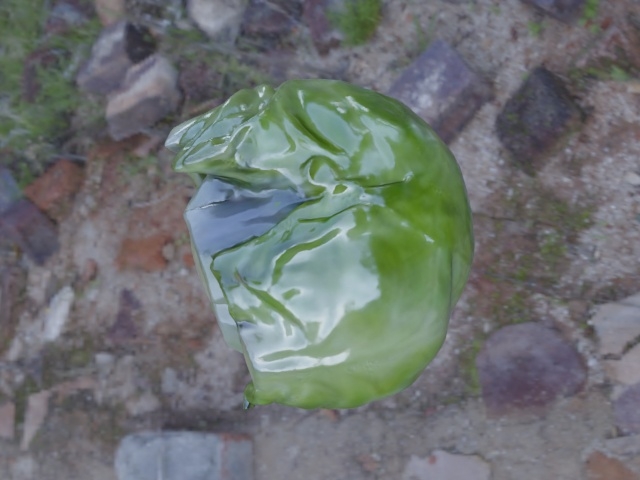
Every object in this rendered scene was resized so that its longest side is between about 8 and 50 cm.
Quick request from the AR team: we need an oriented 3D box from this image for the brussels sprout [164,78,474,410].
[{"bbox_3d":[0.016,-0.005,1.436,0.342,0.361,0.425,178,75,-83],"label":"brussels sprout"}]
